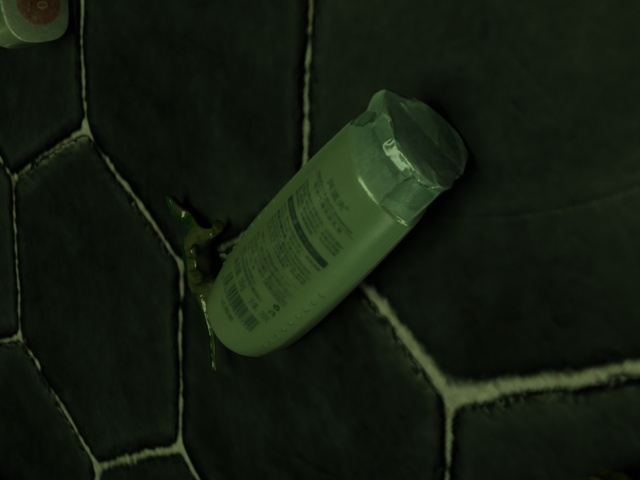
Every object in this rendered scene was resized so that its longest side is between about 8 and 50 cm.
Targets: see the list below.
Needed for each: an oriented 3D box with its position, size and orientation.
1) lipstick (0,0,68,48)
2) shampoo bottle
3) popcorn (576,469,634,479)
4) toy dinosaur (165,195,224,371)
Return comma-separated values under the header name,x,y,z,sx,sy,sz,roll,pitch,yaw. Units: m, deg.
name,x,y,z,sx,sy,sz,roll,pitch,yaw
lipstick,-0.268,-0.178,0.847,0.186,0.057,0.063,1,102,52
shampoo bottle,0.000,0.000,0.591,0.212,0.049,0.072,-42,65,47
popcorn,0.129,0.143,0.474,0.068,0.059,0.083,-2,107,49
toy dinosaur,-0.079,0.028,0.715,0.060,0.029,0.120,12,115,63
